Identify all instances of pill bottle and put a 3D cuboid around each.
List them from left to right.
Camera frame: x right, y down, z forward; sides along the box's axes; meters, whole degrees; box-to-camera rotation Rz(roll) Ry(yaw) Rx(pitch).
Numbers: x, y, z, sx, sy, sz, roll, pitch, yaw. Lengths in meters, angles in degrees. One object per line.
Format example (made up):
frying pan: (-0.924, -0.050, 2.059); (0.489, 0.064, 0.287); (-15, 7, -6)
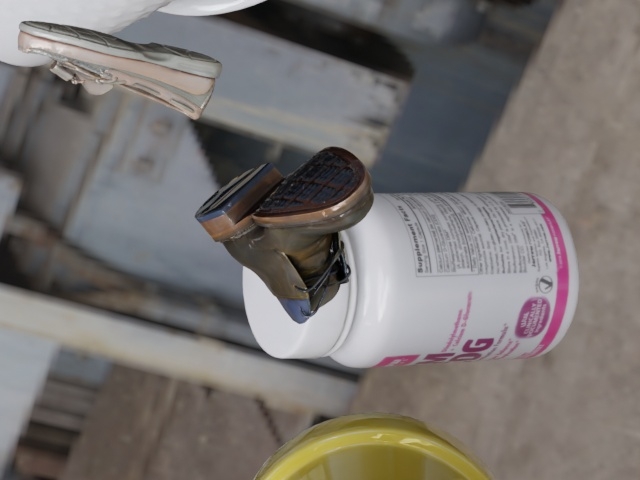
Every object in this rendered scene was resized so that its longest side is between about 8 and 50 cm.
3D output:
pill bottle: (0.082, 0.036, 1.826); (0.160, 0.283, 0.160); (4, 95, 61)

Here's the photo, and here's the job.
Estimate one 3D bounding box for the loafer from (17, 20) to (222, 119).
loafer: (-0.116, -0.096, 1.130); (0.045, 0.125, 0.039); (34, 112, 57)

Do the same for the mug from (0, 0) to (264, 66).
mug: (-0.161, -0.325, 1.831); (0.328, 0.374, 0.276); (-22, 54, 28)

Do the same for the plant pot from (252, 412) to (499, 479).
plant pot: (0.047, 0.281, 1.612); (0.239, 0.254, 0.254); (-80, 8, -87)

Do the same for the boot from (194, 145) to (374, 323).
boot: (0.000, 0.000, 1.369); (0.082, 0.106, 0.219); (-43, 16, -19)
